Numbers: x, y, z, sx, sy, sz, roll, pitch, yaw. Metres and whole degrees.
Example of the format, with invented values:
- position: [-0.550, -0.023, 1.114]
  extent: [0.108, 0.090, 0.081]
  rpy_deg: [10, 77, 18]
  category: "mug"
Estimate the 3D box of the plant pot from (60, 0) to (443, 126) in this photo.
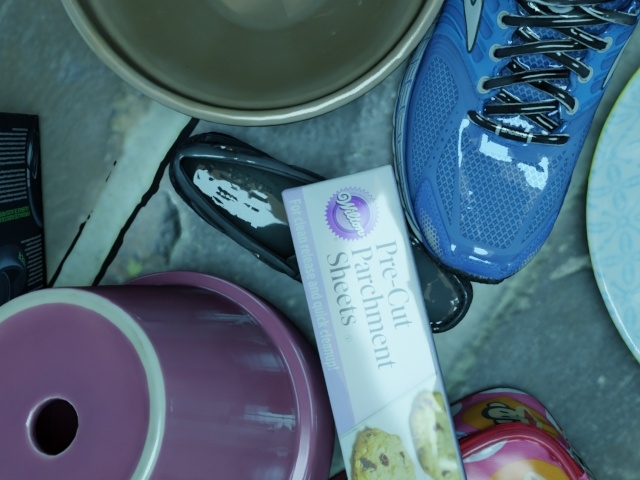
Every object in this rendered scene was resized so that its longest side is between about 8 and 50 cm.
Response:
- position: [-0.037, -0.187, 0.508]
  extent: [0.238, 0.110, 0.237]
  rpy_deg: [0, 96, 2]
  category: "plant pot"

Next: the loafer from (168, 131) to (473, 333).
- position: [0.000, 0.000, 0.544]
  extent: [0.223, 0.078, 0.076]
  rpy_deg: [29, 97, -2]
  category: "loafer"

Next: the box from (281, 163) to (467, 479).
- position: [0.047, 0.122, 0.465]
  extent: [0.067, 0.063, 0.323]
  rpy_deg: [-12, 89, 6]
  category: "box"

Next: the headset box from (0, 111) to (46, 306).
- position: [-0.315, 0.058, 0.534]
  extent: [0.247, 0.131, 0.282]
  rpy_deg: [-1, 97, 1]
  category: "headset box"

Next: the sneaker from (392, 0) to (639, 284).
- position: [0.124, -0.135, 0.486]
  extent: [0.130, 0.147, 0.329]
  rpy_deg: [12, 95, 2]
  category: "sneaker"

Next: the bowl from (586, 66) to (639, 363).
- position: [0.325, -0.017, 0.478]
  extent: [0.156, 0.290, 0.289]
  rpy_deg: [-18, 98, -39]
  category: "bowl"

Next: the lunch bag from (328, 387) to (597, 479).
- position: [0.107, 0.275, 0.561]
  extent: [0.258, 0.120, 0.293]
  rpy_deg: [-34, 92, 8]
  category: "lunch bag"

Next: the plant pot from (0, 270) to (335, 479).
- position: [-0.108, 0.106, 0.477]
  extent: [0.202, 0.180, 0.201]
  rpy_deg: [-4, 74, 15]
  category: "plant pot"
